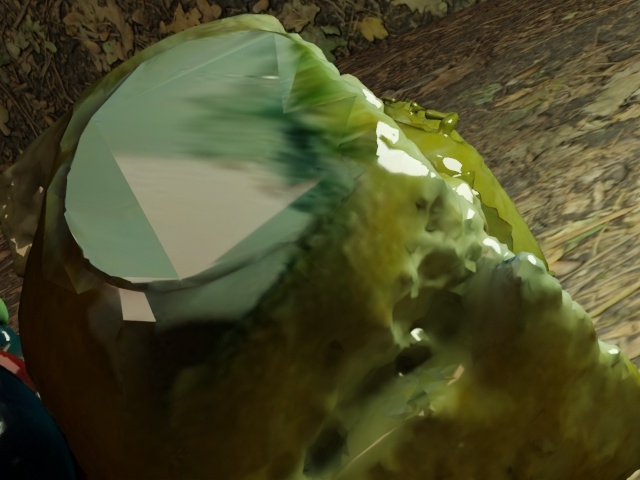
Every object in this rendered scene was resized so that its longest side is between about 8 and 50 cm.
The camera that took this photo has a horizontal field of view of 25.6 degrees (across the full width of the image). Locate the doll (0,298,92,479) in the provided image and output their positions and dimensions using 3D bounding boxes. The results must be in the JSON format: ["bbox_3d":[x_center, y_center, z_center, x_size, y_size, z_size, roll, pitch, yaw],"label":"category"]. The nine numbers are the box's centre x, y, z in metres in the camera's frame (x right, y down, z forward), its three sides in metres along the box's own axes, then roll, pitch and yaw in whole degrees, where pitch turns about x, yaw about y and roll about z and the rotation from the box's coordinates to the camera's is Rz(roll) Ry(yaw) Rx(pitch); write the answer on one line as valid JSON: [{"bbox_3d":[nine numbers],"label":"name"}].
[{"bbox_3d":[-0.254,0.158,1.041,0.322,0.198,0.186,-43,-6,-36],"label":"doll"}]

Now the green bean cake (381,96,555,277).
[{"bbox_3d":[0.000,0.000,1.126,0.285,0.202,0.310,-31,14,-5],"label":"green bean cake"}]

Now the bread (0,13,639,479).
[{"bbox_3d":[-0.035,0.015,0.765,0.239,0.264,0.395,-38,41,-3],"label":"bread"}]
